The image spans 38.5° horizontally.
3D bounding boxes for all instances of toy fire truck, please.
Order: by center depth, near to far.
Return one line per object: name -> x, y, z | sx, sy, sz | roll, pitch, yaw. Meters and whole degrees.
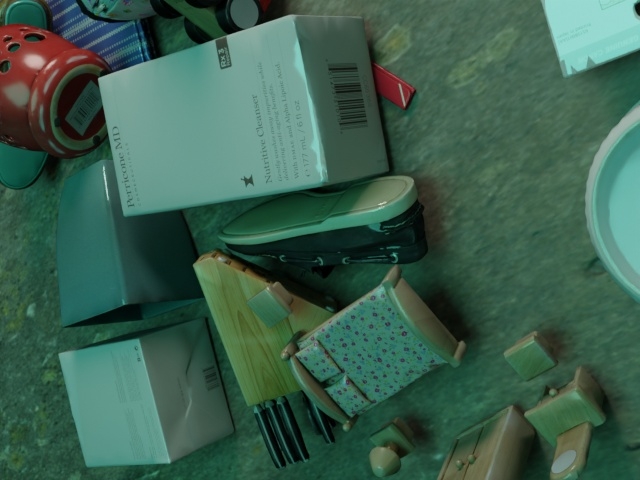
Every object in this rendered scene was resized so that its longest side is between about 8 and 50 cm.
toy fire truck -> -0.130, -0.412, 1.197 | 0.158, 0.217, 0.246 | 3, 64, 54

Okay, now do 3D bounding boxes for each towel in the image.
towel -> -0.366, -0.365, 1.491 | 0.243, 0.040, 0.336 | -14, 88, 40

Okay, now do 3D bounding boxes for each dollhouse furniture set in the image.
dollhouse furniture set -> 0.098, 0.161, 1.073 | 0.355, 0.174, 0.303 | 48, 125, -6

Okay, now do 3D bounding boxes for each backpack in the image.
backpack -> -0.266, -0.381, 1.310 | 0.182, 0.152, 0.115 | -17, 98, 62

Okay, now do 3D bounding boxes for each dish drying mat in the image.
dish drying mat -> 0.085, -0.202, 1.190 | 0.083, 0.008, 0.032 | 38, 120, 26

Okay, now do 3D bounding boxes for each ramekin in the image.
ramekin -> 0.393, -0.037, 0.913 | 0.272, 0.127, 0.273 | 8, 104, 35

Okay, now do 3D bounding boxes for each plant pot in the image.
plant pot -> -0.423, -0.227, 1.415 | 0.174, 0.191, 0.191 | 19, 110, 32
plant pot -> -0.311, 0.000, 1.438 | 0.165, 0.165, 0.234 | -19, 79, 38

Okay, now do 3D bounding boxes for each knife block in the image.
knife block -> -0.084, 0.171, 1.270 | 0.275, 0.088, 0.242 | 25, 97, -3

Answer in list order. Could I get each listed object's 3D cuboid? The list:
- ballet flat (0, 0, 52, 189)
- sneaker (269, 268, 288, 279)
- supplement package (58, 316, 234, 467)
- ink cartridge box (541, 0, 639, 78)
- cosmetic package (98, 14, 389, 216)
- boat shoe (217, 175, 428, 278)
ballet flat -> -0.516, -0.263, 1.570 | 0.124, 0.116, 0.343 | -133, 44, -55
sneaker -> -0.098, 0.113, 1.358 | 0.076, 0.065, 0.167 | 31, 112, 38
supplement package -> -0.278, 0.243, 1.460 | 0.203, 0.149, 0.194 | -13, 90, 38
ink cartridge box -> 0.346, -0.326, 0.938 | 0.275, 0.060, 0.239 | -18, 88, 37
cosmetic package -> -0.114, -0.161, 1.254 | 0.384, 0.156, 0.217 | -9, 94, 38
boat shoe -> 0.002, -0.002, 1.227 | 0.340, 0.127, 0.113 | -11, 117, 38
